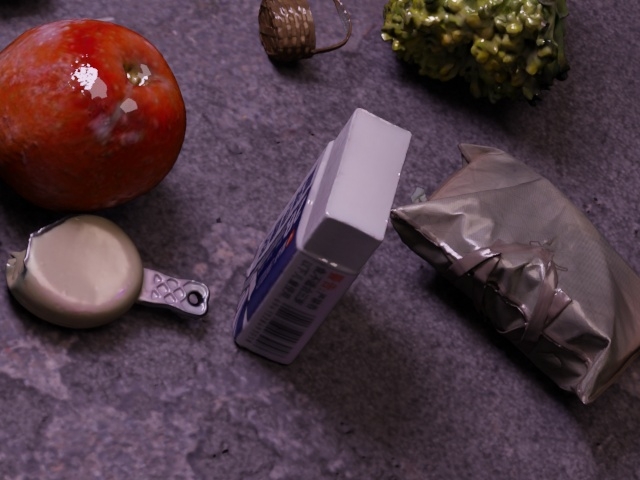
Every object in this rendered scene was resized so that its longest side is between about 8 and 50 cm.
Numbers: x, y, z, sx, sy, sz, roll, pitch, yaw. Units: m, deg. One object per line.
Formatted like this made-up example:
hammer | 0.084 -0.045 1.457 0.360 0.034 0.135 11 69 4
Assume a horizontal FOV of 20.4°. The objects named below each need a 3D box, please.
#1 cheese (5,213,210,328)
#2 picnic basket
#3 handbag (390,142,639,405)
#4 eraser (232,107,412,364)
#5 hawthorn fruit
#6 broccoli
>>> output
cheese | -0.175 0.026 1.480 0.171 0.047 0.092 -3 71 -27
picnic basket | -0.013 -0.206 1.698 0.083 0.072 0.072 -14 64 -17
handbag | 0.190 0.031 1.604 0.270 0.117 0.182 43 38 7
eraser | 0.000 0.000 1.476 0.068 0.210 0.124 25 51 -9
hawthorn fruit | -0.195 -0.103 1.480 0.173 0.173 0.173 12 54 -17
broccoli | 0.142 -0.262 1.718 0.180 0.273 0.242 -6 53 11
